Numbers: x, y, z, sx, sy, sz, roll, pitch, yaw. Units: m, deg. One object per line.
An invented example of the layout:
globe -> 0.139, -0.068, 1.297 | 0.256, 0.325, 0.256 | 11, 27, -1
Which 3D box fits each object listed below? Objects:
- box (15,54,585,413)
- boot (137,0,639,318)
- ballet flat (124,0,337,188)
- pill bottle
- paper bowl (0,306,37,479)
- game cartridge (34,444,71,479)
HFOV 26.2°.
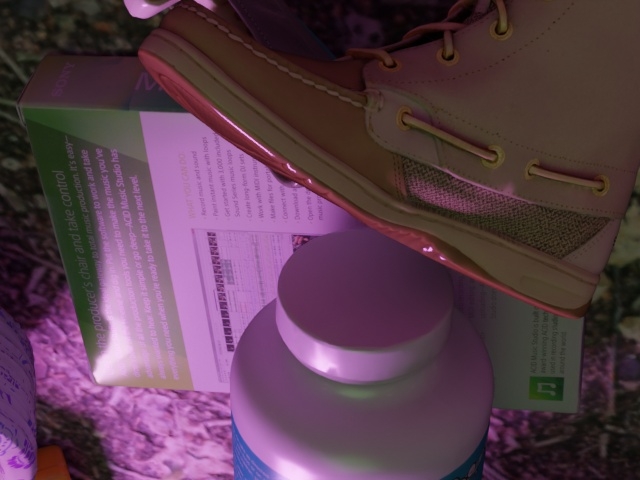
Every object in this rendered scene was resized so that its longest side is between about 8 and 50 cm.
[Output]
box -> 0.000, 0.000, 0.826 | 0.322, 0.058, 0.232 | 2, 132, 8
boot -> 0.067, -0.099, 0.629 | 0.262, 0.095, 0.203 | 26, 95, -25
ballet flat -> -0.057, -0.117, 0.681 | 0.213, 0.068, 0.072 | 51, 155, -9
pill bottle -> 0.021, 0.121, 0.791 | 0.146, 0.146, 0.264 | 6, 133, 6
paper bowl -> -0.325, 0.092, 0.876 | 0.284, 0.148, 0.284 | -5, 148, -3
game cartridge -> -0.330, 0.313, 1.071 | 0.324, 0.052, 0.285 | -14, 128, -11
